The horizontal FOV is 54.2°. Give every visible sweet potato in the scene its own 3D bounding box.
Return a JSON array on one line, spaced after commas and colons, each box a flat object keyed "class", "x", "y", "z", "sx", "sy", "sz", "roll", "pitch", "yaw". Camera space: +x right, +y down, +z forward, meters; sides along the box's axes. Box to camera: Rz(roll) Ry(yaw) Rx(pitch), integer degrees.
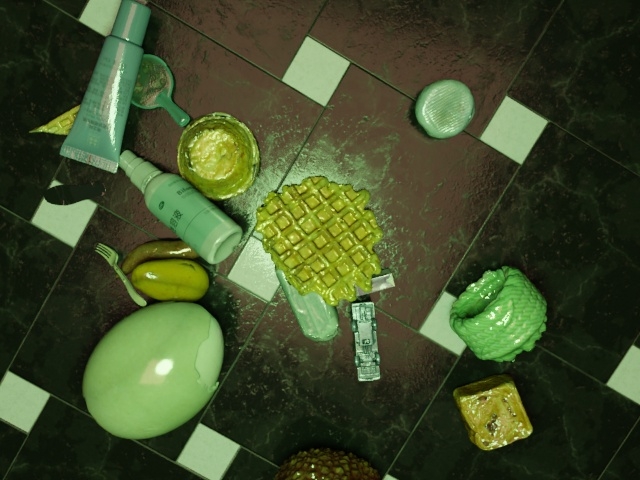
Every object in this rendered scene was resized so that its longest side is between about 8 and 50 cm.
[{"class": "sweet potato", "x": -0.373, "y": 0.027, "z": 1.517, "sx": 0.281, "sy": 0.059, "sz": 0.067, "roll": -11, "pitch": 136, "yaw": 5}]

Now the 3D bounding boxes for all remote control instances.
[{"class": "remote control", "x": -0.033, "y": 0.134, "z": 1.537, "sx": 0.104, "sy": 0.052, "sz": 0.247, "roll": -24, "pitch": 99, "yaw": 3}]

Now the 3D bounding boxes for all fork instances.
[{"class": "fork", "x": -0.471, "y": 0.080, "z": 1.493, "sx": 0.219, "sy": 0.028, "sz": 0.034, "roll": 43, "pitch": 104, "yaw": 28}]

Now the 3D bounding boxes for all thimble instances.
[{"class": "thimble", "x": 0.421, "y": 0.172, "z": 1.469, "sx": 0.219, "sy": 0.219, "sz": 0.150, "roll": -44, "pitch": 98, "yaw": 4}]

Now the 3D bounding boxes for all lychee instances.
[{"class": "lychee", "x": 0.026, "y": 0.617, "z": 1.507, "sx": 0.271, "sy": 0.271, "sz": 0.271, "roll": 0, "pitch": 97, "yaw": 0}]

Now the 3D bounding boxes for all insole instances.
[{"class": "insole", "x": -0.599, "y": -0.116, "z": 1.527, "sx": 0.152, "sy": 0.002, "sz": 0.053, "roll": -12, "pitch": 96, "yaw": 1}]

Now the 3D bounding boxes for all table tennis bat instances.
[{"class": "table tennis bat", "x": -0.387, "y": -0.351, "z": 1.489, "sx": 0.124, "sy": 0.033, "sz": 0.201, "roll": -43, "pitch": 90, "yaw": 6}]

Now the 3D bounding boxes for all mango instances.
[{"class": "mango", "x": -0.353, "y": 0.090, "z": 1.471, "sx": 0.137, "sy": 0.195, "sz": 0.098, "roll": -19, "pitch": 63, "yaw": 34}]

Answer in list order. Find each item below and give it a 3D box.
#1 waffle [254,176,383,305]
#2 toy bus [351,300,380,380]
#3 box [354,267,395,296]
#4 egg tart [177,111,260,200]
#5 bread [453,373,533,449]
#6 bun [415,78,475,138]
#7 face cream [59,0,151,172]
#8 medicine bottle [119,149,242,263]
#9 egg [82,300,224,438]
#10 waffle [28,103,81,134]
[{"class": "waffle", "x": 0.000, "y": 0.001, "z": 1.481, "sx": 0.307, "sy": 0.060, "sz": 0.312, "roll": -3, "pitch": 77, "yaw": -8}, {"class": "toy bus", "x": 0.109, "y": 0.243, "z": 1.537, "sx": 0.064, "sy": 0.075, "sz": 0.190, "roll": -5, "pitch": 96, "yaw": -1}, {"class": "box", "x": 0.121, "y": 0.104, "z": 1.533, "sx": 0.117, "sy": 0.050, "sz": 0.036, "roll": -16, "pitch": 104, "yaw": 0}, {"class": "egg tart", "x": -0.245, "y": -0.198, "z": 1.481, "sx": 0.212, "sy": 0.090, "sz": 0.213, "roll": 0, "pitch": 93, "yaw": -2}, {"class": "bread", "x": 0.419, "y": 0.416, "z": 1.527, "sx": 0.158, "sy": 0.143, "sz": 0.149, "roll": -17, "pitch": 90, "yaw": 2}, {"class": "bun", "x": 0.291, "y": -0.312, "z": 1.473, "sx": 0.141, "sy": 0.083, "sz": 0.141, "roll": 0, "pitch": 106, "yaw": -1}, {"class": "face cream", "x": -0.480, "y": -0.358, "z": 1.441, "sx": 0.135, "sy": 0.086, "sz": 0.385, "roll": 19, "pitch": 96, "yaw": -6}, {"class": "medicine bottle", "x": -0.340, "y": -0.092, "z": 1.451, "sx": 0.352, "sy": 0.110, "sz": 0.110, "roll": 39, "pitch": 95, "yaw": 15}, {"class": "egg", "x": -0.365, "y": 0.287, "z": 1.436, "sx": 0.336, "sy": 0.278, "sz": 0.278, "roll": -36, "pitch": 96, "yaw": 10}, {"class": "waffle", "x": -0.589, "y": -0.252, "z": 1.501, "sx": 0.191, "sy": 0.032, "sz": 0.125, "roll": -29, "pitch": 98, "yaw": 5}]
